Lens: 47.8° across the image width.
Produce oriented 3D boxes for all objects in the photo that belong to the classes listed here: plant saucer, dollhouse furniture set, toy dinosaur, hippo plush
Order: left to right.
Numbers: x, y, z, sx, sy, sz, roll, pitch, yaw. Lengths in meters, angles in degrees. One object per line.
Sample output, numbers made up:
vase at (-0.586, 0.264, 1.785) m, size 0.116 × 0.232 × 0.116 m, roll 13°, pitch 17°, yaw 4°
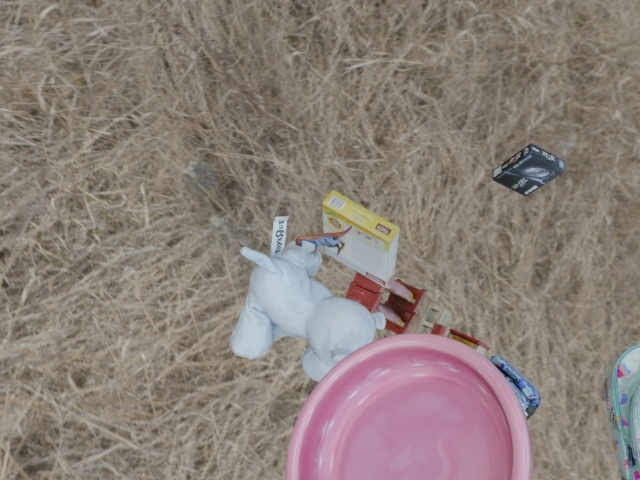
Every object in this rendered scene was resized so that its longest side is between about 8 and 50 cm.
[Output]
toy dinosaur at (0.000, 0.000, 1.284) m, size 0.082 × 0.047 × 0.090 m, roll 26°, pitch 73°, yaw -5°
hippo plush at (0.000, 0.117, 1.274) m, size 0.234 × 0.236 × 0.294 m, roll -45°, pitch 158°, yaw -46°
plant saucer at (0.114, 0.287, 0.931) m, size 0.332 × 0.332 × 0.084 m, roll -54°, pitch 137°, yaw -8°
dollhouse furniture set at (0.269, 0.197, 1.960) m, size 0.201 × 0.374 × 0.152 m, roll 31°, pitch 83°, yaw -48°

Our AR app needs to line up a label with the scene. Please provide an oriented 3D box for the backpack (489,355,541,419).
backpack at (0.407, 0.341, 1.639) m, size 0.117 × 0.158 × 0.173 m, roll -48°, pitch 146°, yaw 7°

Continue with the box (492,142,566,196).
box at (0.302, -0.101, 1.049) m, size 0.067 × 0.083 × 0.018 m, roll 23°, pitch 56°, yaw -21°

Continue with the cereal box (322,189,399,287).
cereal box at (0.087, 0.002, 1.598) m, size 0.047 × 0.173 × 0.240 m, roll -53°, pitch 163°, yaw -20°

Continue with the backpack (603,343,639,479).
backpack at (0.432, 0.209, 0.871) m, size 0.144 × 0.165 × 0.188 m, roll 54°, pitch 29°, yaw -60°
